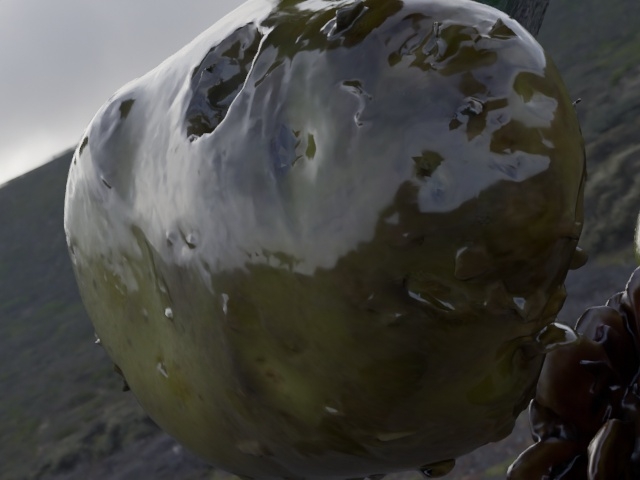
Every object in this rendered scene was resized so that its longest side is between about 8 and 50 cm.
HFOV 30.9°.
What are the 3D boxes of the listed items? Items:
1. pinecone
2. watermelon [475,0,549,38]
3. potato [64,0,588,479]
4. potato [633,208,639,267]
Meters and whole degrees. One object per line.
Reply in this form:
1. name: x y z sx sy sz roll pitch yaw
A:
1. pinecone: 0.242 0.117 0.624 0.264 0.264 0.264 -26 0 0
2. watermelon: 0.066 -0.195 0.741 0.214 0.289 0.320 -37 -28 0
3. potato: 0.000 0.000 0.452 0.141 0.191 0.296 -19 -1 -28
4. potato: 0.369 -0.048 1.036 0.169 0.143 0.248 -3 59 61
